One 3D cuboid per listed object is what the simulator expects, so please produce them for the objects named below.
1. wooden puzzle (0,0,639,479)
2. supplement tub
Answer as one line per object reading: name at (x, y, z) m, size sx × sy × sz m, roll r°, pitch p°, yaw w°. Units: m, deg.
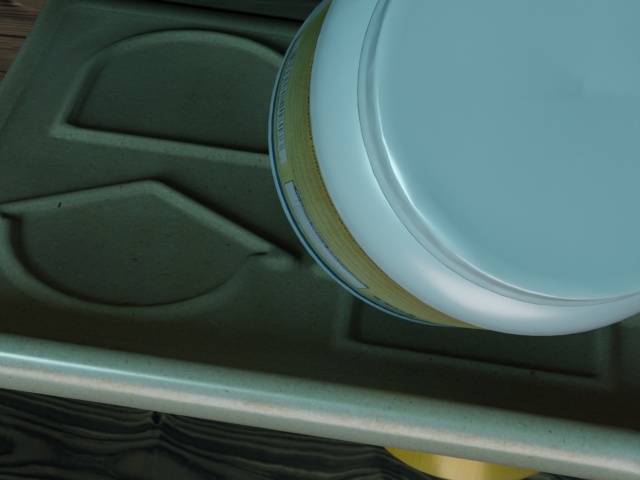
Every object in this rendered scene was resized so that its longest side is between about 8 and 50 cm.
wooden puzzle at (0.000, 0.000, 0.862) m, size 0.322 × 0.080 × 0.348 m, roll 9°, pitch -150°, yaw 4°
supplement tub at (0.062, -0.041, 0.650) m, size 0.144 × 0.144 × 0.199 m, roll 9°, pitch 178°, yaw -7°
